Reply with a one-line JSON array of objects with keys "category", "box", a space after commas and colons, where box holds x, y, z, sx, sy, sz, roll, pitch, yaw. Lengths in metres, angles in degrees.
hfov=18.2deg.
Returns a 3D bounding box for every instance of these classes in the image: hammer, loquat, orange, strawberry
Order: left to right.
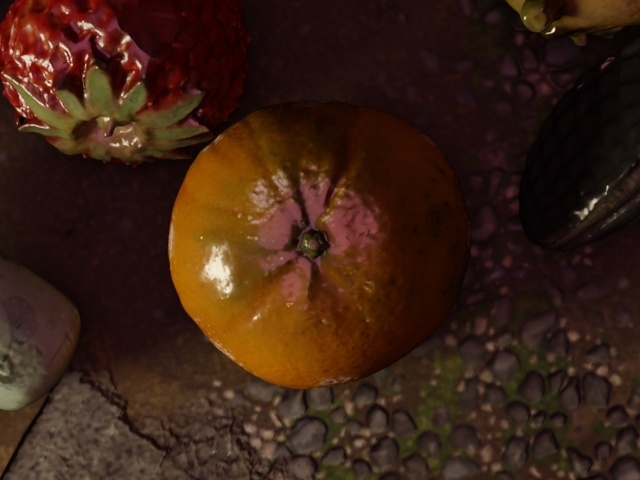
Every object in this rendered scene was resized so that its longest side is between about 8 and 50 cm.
[{"category": "hammer", "box": [-0.347, 0.127, 1.597, 0.202, 0.113, 0.305, 36, 98, -14]}, {"category": "strawberry", "box": [-0.149, -0.188, 1.606, 0.205, 0.205, 0.244, 6, 63, 2]}, {"category": "orange", "box": [0.000, 0.000, 1.568, 0.240, 0.171, 0.240, 0, 88, -2]}, {"category": "loquat", "box": [0.210, -0.234, 1.590, 0.172, 0.149, 0.204, 31, 59, -1]}]

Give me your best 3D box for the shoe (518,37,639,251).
[{"category": "shoe", "box": [0.320, -0.089, 1.603, 0.336, 0.132, 0.171, -39, 129, 21]}]
